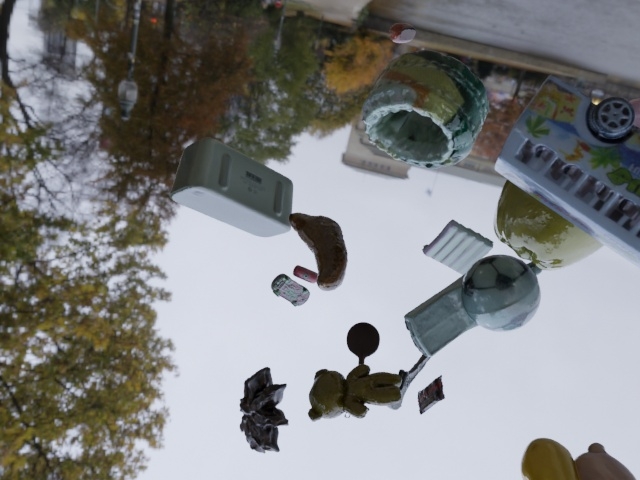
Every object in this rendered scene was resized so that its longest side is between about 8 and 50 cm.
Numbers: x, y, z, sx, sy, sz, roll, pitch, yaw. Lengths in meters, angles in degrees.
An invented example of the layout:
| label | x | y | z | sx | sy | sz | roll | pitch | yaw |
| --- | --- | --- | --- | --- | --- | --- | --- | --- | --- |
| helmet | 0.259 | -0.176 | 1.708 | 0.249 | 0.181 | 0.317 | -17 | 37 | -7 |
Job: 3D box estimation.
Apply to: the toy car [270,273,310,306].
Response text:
| label | x | y | z | sx | sy | sz | roll | pitch | yaw |
| --- | --- | --- | --- | --- | --- | --- | --- | --- | --- |
| toy car | -0.095 | 0.153 | 1.858 | 0.142 | 0.069 | 0.055 | 37 | -175 | -38 |

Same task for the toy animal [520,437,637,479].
| label | x | y | z | sx | sy | sz | roll | pitch | yaw |
| --- | --- | --- | --- | --- | --- | --- | --- | --- | --- |
| toy animal | 0.612 | 0.656 | 1.500 | 0.345 | 0.246 | 0.277 | -11 | -138 | -33 |

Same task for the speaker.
| label | x | y | z | sx | sy | sz | roll | pitch | yaw |
| --- | --- | --- | --- | --- | --- | --- | --- | --- | --- |
| speaker | -0.272 | -0.165 | 1.941 | 0.183 | 0.184 | 0.406 | -15 | 151 | 43 |

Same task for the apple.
| label | x | y | z | sx | sy | sz | roll | pitch | yaw |
| --- | --- | --- | --- | --- | --- | --- | --- | --- | --- |
| apple | 0.373 | -0.052 | 0.932 | 0.200 | 0.200 | 0.200 | 12 | -160 | -4 |

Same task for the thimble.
| label | x | y | z | sx | sy | sz | roll | pitch | yaw |
| --- | --- | --- | --- | --- | --- | --- | --- | --- | --- |
| thimble | 0.236 | -0.297 | 1.386 | 0.288 | 0.167 | 0.254 | 2 | 145 | 51 |

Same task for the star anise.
| label | x | y | z | sx | sy | sz | roll | pitch | yaw |
| --- | --- | --- | --- | --- | --- | --- | --- | --- | --- |
| star anise | -0.175 | 0.471 | 1.662 | 0.109 | 0.236 | 0.223 | 5 | 158 | -22 |

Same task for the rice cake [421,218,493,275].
| label | x | y | z | sx | sy | sz | roll | pitch | yaw |
| --- | --- | --- | --- | --- | --- | --- | --- | --- | --- |
| rice cake | 0.441 | 0.027 | 1.920 | 0.189 | 0.198 | 0.037 | 28 | -126 | -11 |

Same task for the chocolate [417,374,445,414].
| label | x | y | z | sx | sy | sz | roll | pitch | yaw |
| --- | --- | --- | --- | --- | --- | --- | --- | --- | --- |
| chocolate | 0.358 | 0.506 | 1.947 | 0.028 | 0.182 | 0.086 | 10 | -124 | -18 |

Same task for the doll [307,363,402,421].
| label | x | y | z | sx | sy | sz | roll | pitch | yaw |
| --- | --- | --- | --- | --- | --- | --- | --- | --- | --- |
| doll | 0.078 | 0.342 | 1.311 | 0.209 | 0.097 | 0.137 | -5 | -137 | 14 |

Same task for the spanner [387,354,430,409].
| label | x | y | z | sx | sy | sz | roll | pitch | yaw |
| --- | --- | --- | --- | --- | --- | --- | --- | --- | --- |
| spanner | 0.236 | 0.305 | 1.432 | 0.026 | 0.093 | 0.325 | 18 | -154 | 28 |

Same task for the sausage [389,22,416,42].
| label | x | y | z | sx | sy | sz | roll | pitch | yaw |
| --- | --- | --- | --- | --- | --- | --- | --- | --- | --- |
| sausage | 0.250 | -0.638 | 1.829 | 0.094 | 0.059 | 0.054 | -17 | -139 | -40 |

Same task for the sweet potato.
| label | x | y | z | sx | sy | sz | roll | pitch | yaw |
| --- | --- | --- | --- | --- | --- | --- | --- | --- | --- |
| sweet potato | 0.004 | -0.001 | 1.473 | 0.114 | 0.092 | 0.341 | -29 | -144 | 1 |

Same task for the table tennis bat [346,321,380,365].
| label | x | y | z | sx | sy | sz | roll | pitch | yaw |
| --- | --- | --- | --- | --- | --- | --- | --- | --- | --- |
| table tennis bat | 0.126 | 0.329 | 1.845 | 0.107 | 0.170 | 0.119 | 2 | 163 | 10 |

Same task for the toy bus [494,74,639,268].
| label | x | y | z | sx | sy | sz | roll | pitch | yaw |
| --- | --- | --- | --- | --- | --- | --- | --- | --- | --- |
| toy bus | 0.375 | -0.057 | 0.709 | 0.330 | 0.136 | 0.109 | 37 | -179 | 14 |

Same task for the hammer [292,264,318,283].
| label | x | y | z | sx | sy | sz | roll | pitch | yaw |
| --- | --- | --- | --- | --- | --- | --- | --- | --- | --- |
| hammer | -0.046 | 0.107 | 1.864 | 0.083 | 0.043 | 0.043 | 25 | -162 | -8 |

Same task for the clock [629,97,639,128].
| label | x | y | z | sx | sy | sz | roll | pitch | yaw |
| --- | --- | --- | --- | --- | --- | --- | --- | --- | --- |
| clock | 0.662 | -0.139 | 1.120 | 0.275 | 0.290 | 0.080 | -28 | -165 | -19 |

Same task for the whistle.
| label | x | y | z | sx | sy | sz | roll | pitch | yaw |
| --- | --- | --- | --- | --- | --- | --- | --- | --- | --- |
| whistle | 0.320 | 0.120 | 1.148 | 0.290 | 0.163 | 0.163 | -32 | -142 | -17 |
